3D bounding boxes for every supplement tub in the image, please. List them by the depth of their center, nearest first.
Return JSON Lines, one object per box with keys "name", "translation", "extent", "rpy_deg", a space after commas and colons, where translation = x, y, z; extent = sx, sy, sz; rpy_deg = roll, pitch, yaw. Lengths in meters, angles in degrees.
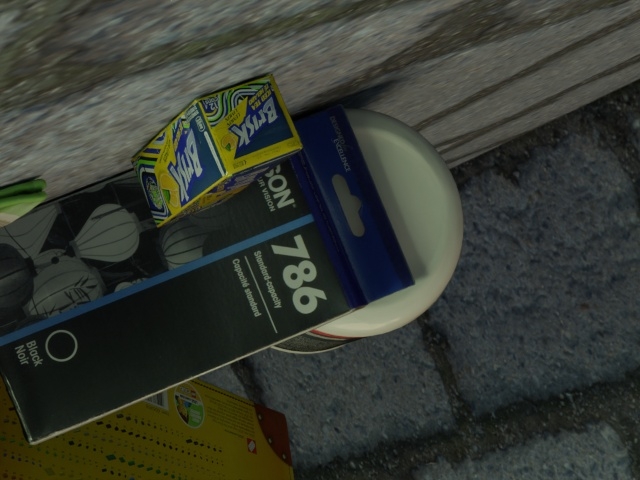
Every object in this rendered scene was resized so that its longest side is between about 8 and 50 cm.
{"name": "supplement tub", "translation": [0.000, 0.000, 1.423], "extent": [0.191, 0.191, 0.272], "rpy_deg": [-22, 178, -16]}

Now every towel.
{"name": "towel", "translation": [-0.259, 0.003, 1.060], "extent": [0.113, 0.023, 0.152], "rpy_deg": [-22, 178, -45]}

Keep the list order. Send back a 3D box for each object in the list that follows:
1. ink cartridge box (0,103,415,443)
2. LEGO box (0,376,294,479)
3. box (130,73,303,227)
{"name": "ink cartridge box", "translation": [-0.097, 0.018, 1.225], "extent": [0.332, 0.165, 0.065], "rpy_deg": [-23, 177, -13]}
{"name": "LEGO box", "translation": [-0.311, 0.246, 1.528], "extent": [0.372, 0.193, 0.500], "rpy_deg": [-24, 148, 27]}
{"name": "box", "translation": [-0.073, -0.057, 1.079], "extent": [0.059, 0.054, 0.169], "rpy_deg": [-22, 177, -23]}
